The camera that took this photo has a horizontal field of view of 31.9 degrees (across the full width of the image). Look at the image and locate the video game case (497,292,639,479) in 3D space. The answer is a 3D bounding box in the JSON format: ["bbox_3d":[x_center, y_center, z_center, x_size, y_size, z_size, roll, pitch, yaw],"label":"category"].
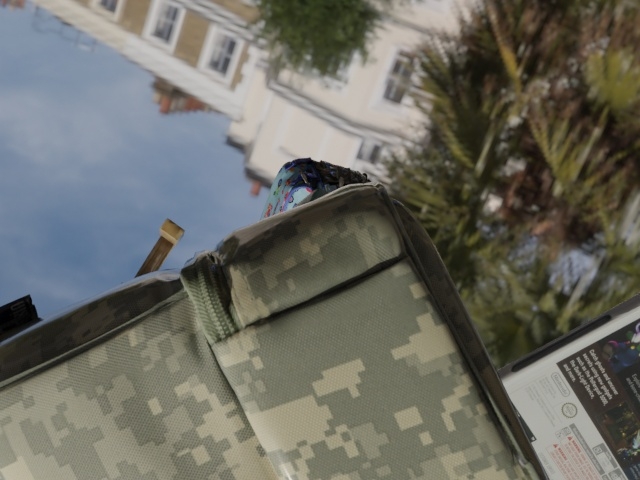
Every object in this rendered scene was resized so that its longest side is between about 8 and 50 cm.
[{"bbox_3d":[0.225,0.144,0.868,0.190,0.173,0.022,55,-169,-26],"label":"video game case"}]

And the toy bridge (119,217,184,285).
[{"bbox_3d":[-0.211,0.064,1.223,0.026,0.188,0.063,33,164,-2],"label":"toy bridge"}]

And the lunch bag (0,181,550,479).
[{"bbox_3d":[-0.031,0.143,0.545,0.256,0.305,0.212,-25,-175,-5],"label":"lunch bag"}]

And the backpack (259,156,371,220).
[{"bbox_3d":[0.000,0.000,1.320,0.117,0.158,0.173,17,-157,-19],"label":"backpack"}]

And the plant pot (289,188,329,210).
[{"bbox_3d":[-0.030,0.108,0.922,0.165,0.166,0.234,46,-149,-11],"label":"plant pot"}]
